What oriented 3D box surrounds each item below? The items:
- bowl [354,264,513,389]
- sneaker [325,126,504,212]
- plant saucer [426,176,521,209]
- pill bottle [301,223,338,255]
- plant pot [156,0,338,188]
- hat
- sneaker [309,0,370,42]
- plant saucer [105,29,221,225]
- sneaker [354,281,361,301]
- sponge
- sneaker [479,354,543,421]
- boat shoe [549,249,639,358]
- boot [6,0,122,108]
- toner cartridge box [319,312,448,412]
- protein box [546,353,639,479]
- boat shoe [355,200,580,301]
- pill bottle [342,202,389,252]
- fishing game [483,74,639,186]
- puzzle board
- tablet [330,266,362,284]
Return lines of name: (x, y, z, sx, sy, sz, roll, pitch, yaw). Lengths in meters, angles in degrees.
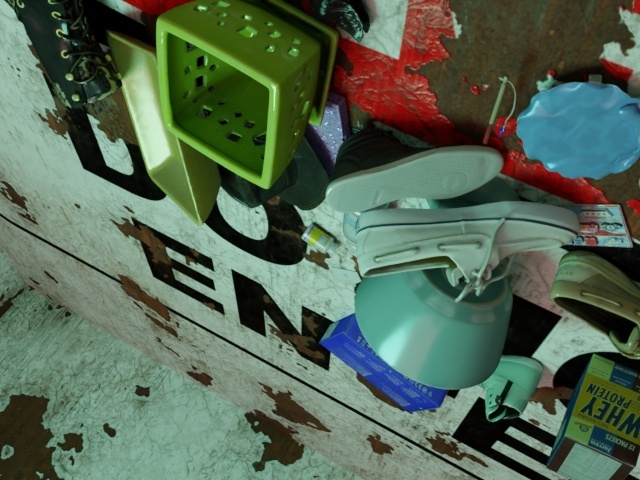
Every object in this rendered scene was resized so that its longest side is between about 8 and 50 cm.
bowl: (0.234, 0.105, 1.255, 0.311, 0.311, 0.163, 29, 132, 9)
sneaker: (0.152, -0.143, 1.129, 0.295, 0.147, 0.104, -11, 134, 10)
plant saucer: (0.271, -0.053, 1.201, 0.195, 0.037, 0.195, 26, 151, 15)
pill bottle: (0.000, 0.000, 1.546, 0.083, 0.043, 0.043, 35, 151, -3)
plant pot: (-0.105, -0.261, 1.058, 0.227, 0.207, 0.228, 32, 146, 14)
hat: (-0.142, -0.158, 1.319, 0.331, 0.134, 0.331, 33, 153, 19)
sneaker: (-0.003, -0.366, 0.985, 0.170, 0.051, 0.089, 24, 145, 10)
plant saucer: (-0.296, -0.236, 1.297, 0.333, 0.081, 0.333, 37, 144, 51)
sneaker: (0.228, 0.185, 1.487, 0.146, 0.134, 0.343, -22, 138, 33)
sponge: (0.002, -0.198, 1.255, 0.117, 0.031, 0.210, 20, 148, 23)
sneaker: (0.386, 0.345, 1.570, 0.094, 0.151, 0.256, 45, 150, -23)
boat shoe: (0.550, 0.155, 1.156, 0.341, 0.110, 0.121, 32, 151, 3)
boot: (-0.466, -0.401, 1.237, 0.377, 0.138, 0.284, 8, 128, 48)
toner cartridge box: (0.177, 0.349, 1.866, 0.348, 0.075, 0.165, 39, 152, -9)
protein box: (0.582, 0.385, 1.380, 0.136, 0.200, 0.201, 22, 149, 20)
boat shoe: (0.238, 0.028, 1.095, 0.367, 0.156, 0.136, -1, 161, 9)
pill bottle: (0.090, -0.041, 1.349, 0.087, 0.087, 0.160, 26, 151, 14)
fishing game: (0.371, -0.159, 0.937, 0.264, 0.041, 0.189, 18, 149, 12)
puzzle board: (0.441, -0.024, 1.099, 0.128, 0.011, 0.096, 2, 139, 43)
tablet: (0.067, 0.090, 1.656, 0.083, 0.006, 0.054, 9, 143, 36)
